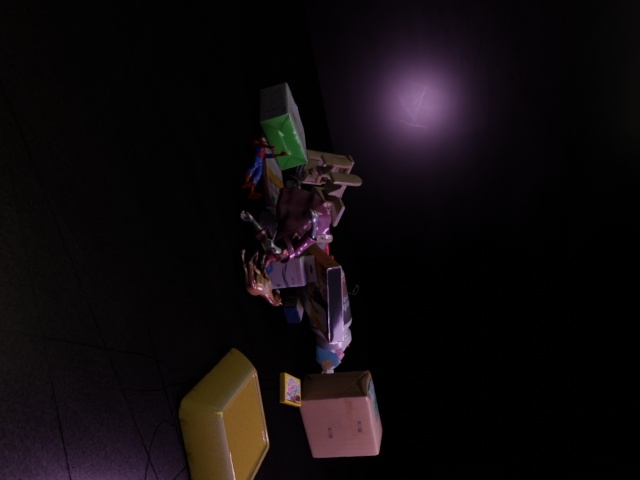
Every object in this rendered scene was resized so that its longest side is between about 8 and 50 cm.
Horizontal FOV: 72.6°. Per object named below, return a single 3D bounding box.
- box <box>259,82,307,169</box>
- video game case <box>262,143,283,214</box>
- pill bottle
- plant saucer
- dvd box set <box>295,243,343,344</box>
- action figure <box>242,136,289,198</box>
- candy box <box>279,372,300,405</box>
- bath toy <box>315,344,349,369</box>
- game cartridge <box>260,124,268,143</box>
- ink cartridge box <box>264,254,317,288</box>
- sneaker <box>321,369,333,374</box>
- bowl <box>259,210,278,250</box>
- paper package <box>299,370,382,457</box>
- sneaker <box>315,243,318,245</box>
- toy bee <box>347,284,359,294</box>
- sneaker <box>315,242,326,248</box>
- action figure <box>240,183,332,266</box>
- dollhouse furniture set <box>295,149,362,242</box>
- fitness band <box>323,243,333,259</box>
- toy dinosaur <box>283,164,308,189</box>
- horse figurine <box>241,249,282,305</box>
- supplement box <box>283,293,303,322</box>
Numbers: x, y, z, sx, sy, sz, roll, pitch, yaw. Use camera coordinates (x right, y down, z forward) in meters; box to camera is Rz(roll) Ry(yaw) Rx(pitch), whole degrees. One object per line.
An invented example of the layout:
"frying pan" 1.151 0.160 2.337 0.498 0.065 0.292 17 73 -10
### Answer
"box" -0.150 -0.476 1.818 0.262 0.127 0.231 66 13 -50
"video game case" -0.189 -0.234 1.752 0.204 0.025 0.285 46 34 -71
"pill bottle" 0.037 0.323 2.092 0.210 0.210 0.362 -62 143 -70
"plant saucer" -0.218 0.485 1.106 0.333 0.081 0.332 -40 122 -77
"dvd box set" -0.018 0.173 1.729 0.420 0.062 0.307 -139 -137 -63
"action figure" -0.192 -0.282 1.563 0.091 0.139 0.280 70 15 -50
"candy box" -0.115 0.573 1.669 0.206 0.027 0.105 60 22 -62
"bath toy" 0.068 0.582 2.284 0.348 0.129 0.151 11 78 -78
"game cartridge" -0.228 -0.434 1.759 0.056 0.017 0.083 60 25 -70
"ink cartridge box" -0.110 0.114 1.588 0.060 0.180 0.104 -22 104 -77
"sneaker" 0.033 0.685 2.244 0.152 0.054 0.061 -69 147 -65
"bowl" -0.166 -0.034 1.656 0.170 0.080 0.170 -8 90 -78
"paper package" 0.088 0.738 1.846 0.168 0.310 0.324 -69 148 -67
"sneaker" -0.042 0.084 2.185 0.065 0.076 0.166 50 34 -67
"toy bee" 0.075 0.312 2.521 0.298 0.162 0.195 12 103 -65
"sneaker" 0.000 0.000 2.337 0.281 0.115 0.105 37 47 -74
"action figure" -0.116 -0.025 1.518 0.275 0.248 0.370 86 21 -43
"dollhouse furniture set" 0.062 -0.243 2.088 0.394 0.257 0.362 -111 -146 -41
"fitness band" 0.026 0.101 2.577 0.209 0.054 0.290 66 19 -47
"toy dinosaur" -0.127 -0.210 1.942 0.160 0.121 0.313 64 23 -23
"horse figurine" -0.201 0.124 1.438 0.263 0.066 0.174 52 27 -72
"supplement box" -0.110 0.280 1.793 0.083 0.056 0.083 -78 158 -57
